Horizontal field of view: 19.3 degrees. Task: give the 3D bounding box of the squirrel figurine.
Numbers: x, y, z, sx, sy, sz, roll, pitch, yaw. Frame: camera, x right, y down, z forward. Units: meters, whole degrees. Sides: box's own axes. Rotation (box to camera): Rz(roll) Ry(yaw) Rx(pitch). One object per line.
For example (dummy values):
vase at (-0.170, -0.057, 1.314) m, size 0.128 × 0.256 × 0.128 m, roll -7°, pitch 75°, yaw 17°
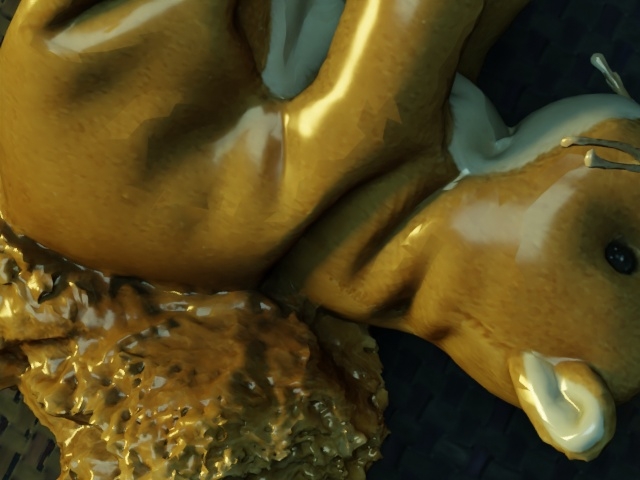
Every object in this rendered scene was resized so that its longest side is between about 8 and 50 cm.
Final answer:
squirrel figurine at (0.000, 0.000, 1.014) m, size 0.370 × 0.281 × 0.397 m, roll 35°, pitch 102°, yaw -2°
